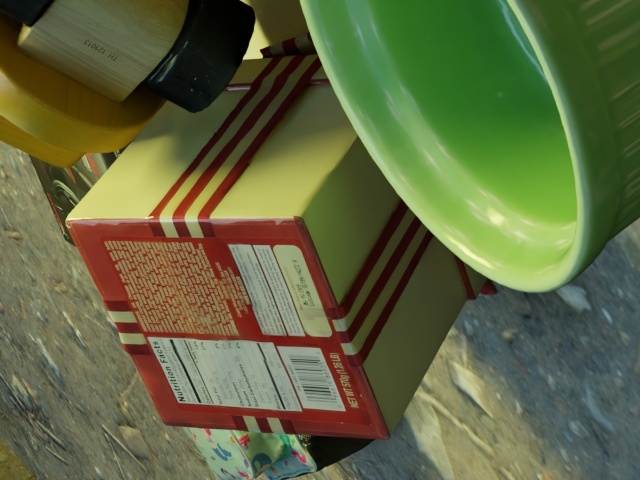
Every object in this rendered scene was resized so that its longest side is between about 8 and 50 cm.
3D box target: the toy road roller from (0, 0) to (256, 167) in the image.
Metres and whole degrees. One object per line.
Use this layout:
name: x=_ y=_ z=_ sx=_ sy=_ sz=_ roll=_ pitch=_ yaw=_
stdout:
toy road roller: x=-0.191 y=-0.211 z=1.360 sx=0.202 sy=0.329 sz=0.240 roll=27 pitch=135 yaw=-24

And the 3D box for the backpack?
backpack: x=-0.071 y=0.136 z=1.841 sx=0.253 sy=0.191 sz=0.225 roll=65 pitch=160 yaw=3

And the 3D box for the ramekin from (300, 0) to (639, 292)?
ramekin: x=0.125 y=-0.133 z=1.071 sx=0.303 sy=0.148 sz=0.303 roll=50 pitch=160 yaw=27

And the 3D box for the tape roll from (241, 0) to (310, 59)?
tape roll: x=-0.094 y=-0.174 z=1.636 sx=0.392 sy=0.072 sz=0.392 roll=47 pitch=156 yaw=29

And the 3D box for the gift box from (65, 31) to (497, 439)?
gift box: x=0.000 y=0.000 z=1.377 sx=0.276 sy=0.258 sz=0.255 roll=3 pitch=129 yaw=27

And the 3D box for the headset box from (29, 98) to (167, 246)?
headset box: x=-0.202 y=-0.081 z=1.748 sx=0.293 sy=0.110 sz=0.218 roll=26 pitch=140 yaw=57
